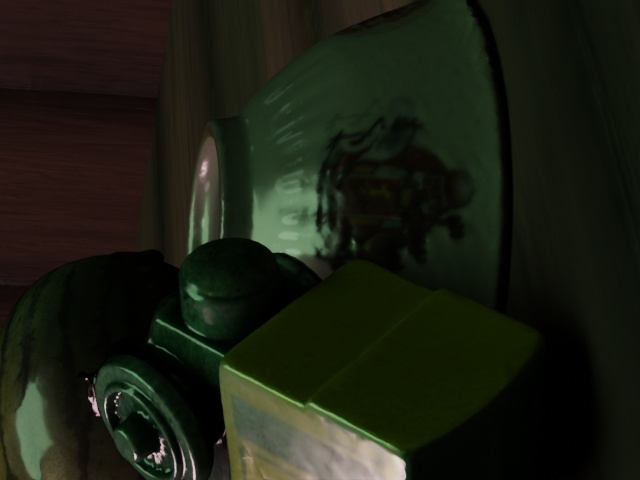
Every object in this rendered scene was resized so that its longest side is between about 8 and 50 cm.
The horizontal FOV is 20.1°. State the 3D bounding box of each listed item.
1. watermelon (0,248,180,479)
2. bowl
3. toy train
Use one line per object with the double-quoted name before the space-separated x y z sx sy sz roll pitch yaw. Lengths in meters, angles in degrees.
"watermelon" -0.212 0.166 1.888 0.279 0.279 0.359 115 153 -62
"bowl" 0.000 0.000 1.161 0.337 0.157 0.337 -177 90 -78
"toy train" 0.004 0.172 1.010 0.237 0.150 0.369 26 137 33
